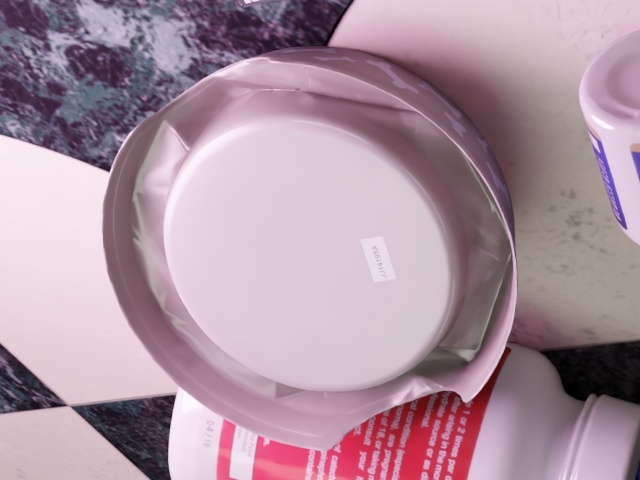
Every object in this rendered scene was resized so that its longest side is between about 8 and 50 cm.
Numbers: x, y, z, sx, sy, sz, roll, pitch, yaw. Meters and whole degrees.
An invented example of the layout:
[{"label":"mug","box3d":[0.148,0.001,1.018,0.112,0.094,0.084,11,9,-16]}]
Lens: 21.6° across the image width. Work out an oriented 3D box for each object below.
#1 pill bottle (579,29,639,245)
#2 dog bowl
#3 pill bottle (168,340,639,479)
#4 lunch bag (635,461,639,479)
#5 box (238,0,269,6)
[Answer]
[{"label":"pill bottle","box3d":[0.263,-0.055,1.232,0.112,0.112,0.187,3,141,27]},{"label":"dog bowl","box3d":[0.000,0.000,1.373,0.348,0.102,0.349,8,119,15]},{"label":"pill bottle","box3d":[0.084,0.188,1.562,0.407,0.229,0.229,13,144,16]},{"label":"lunch bag","box3d":[0.310,0.314,1.718,0.293,0.138,0.221,49,141,-13]},{"label":"box","box3d":[-0.042,-0.215,1.280,0.083,0.018,0.067,-7,135,37]}]
